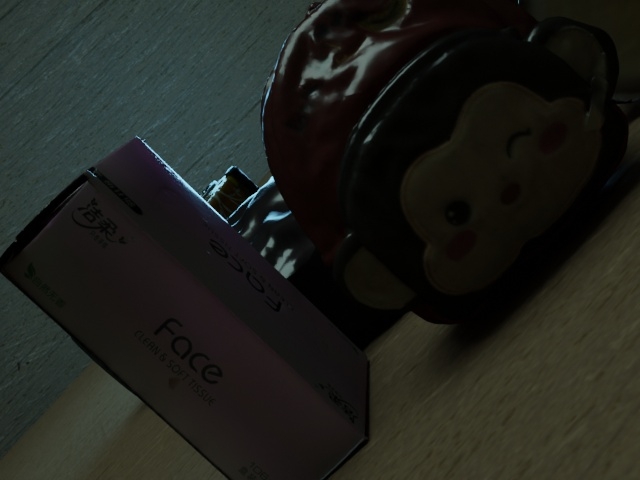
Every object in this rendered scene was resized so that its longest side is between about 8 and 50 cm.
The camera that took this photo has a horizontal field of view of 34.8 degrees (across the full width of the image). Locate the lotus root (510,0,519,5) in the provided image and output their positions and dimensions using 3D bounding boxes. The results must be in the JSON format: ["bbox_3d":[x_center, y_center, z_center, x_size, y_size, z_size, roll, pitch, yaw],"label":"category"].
[{"bbox_3d":[0.206,-0.359,1.405,0.397,0.179,0.196,-50,11,-15],"label":"lotus root"}]

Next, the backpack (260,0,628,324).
[{"bbox_3d":[0.068,-0.071,0.652,0.229,0.229,0.139,-46,5,0],"label":"backpack"}]

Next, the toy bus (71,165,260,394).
[{"bbox_3d":[-0.194,0.067,1.456,0.323,0.162,0.194,-38,14,33],"label":"toy bus"}]

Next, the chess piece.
[{"bbox_3d":[0.240,-0.211,0.786,0.143,0.143,0.261,-41,6,31],"label":"chess piece"}]

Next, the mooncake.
[{"bbox_3d":[0.000,0.000,0.917,0.283,0.141,0.283,-45,12,12],"label":"mooncake"}]

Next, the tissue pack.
[{"bbox_3d":[-0.082,0.051,0.706,0.092,0.246,0.148,-44,9,13],"label":"tissue pack"}]
